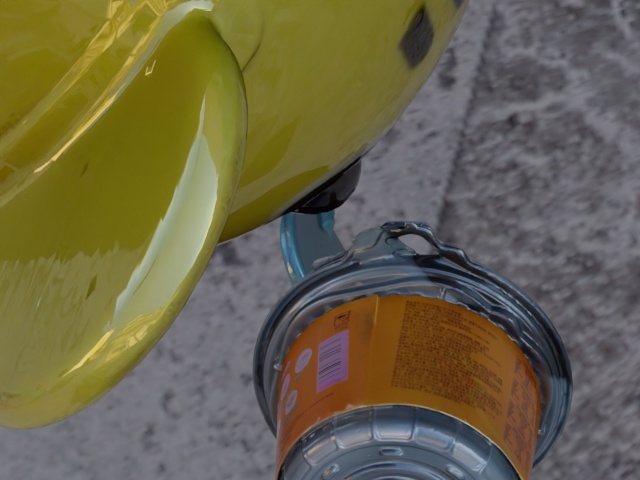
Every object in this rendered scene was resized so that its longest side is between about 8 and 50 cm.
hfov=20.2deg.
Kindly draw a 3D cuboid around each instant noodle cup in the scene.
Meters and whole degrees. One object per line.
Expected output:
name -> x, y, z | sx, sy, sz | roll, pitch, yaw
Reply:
instant noodle cup -> 0.046, 0.109, 0.956 | 0.177, 0.125, 0.208 | -14, 120, 14

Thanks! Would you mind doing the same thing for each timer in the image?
timer -> -0.108, -0.113, 0.707 | 0.376, 0.376, 0.387 | 7, 73, 31

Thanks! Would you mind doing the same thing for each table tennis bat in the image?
table tennis bat -> 0.000, 0.000, 1.555 | 0.033, 0.124, 0.201 | -25, 47, 19
